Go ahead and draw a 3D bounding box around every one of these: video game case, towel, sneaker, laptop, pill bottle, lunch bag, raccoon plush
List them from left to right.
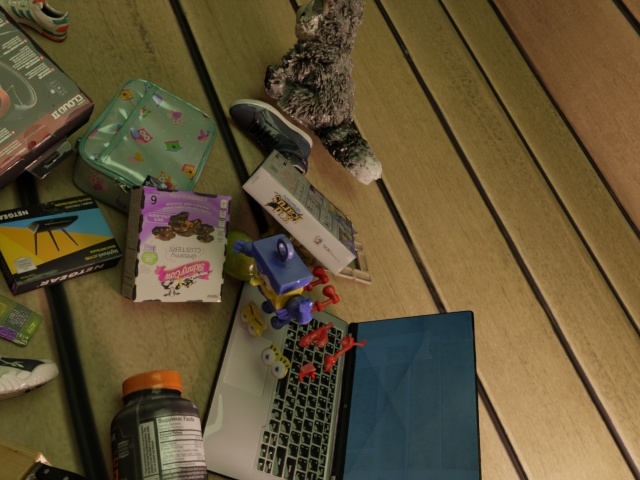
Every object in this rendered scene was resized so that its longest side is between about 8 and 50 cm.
[{"bbox_3d":[-0.491,0.145,0.781,0.235,0.094,0.153,-5,72,-29],"label":"sneaker"},{"bbox_3d":[-0.475,0.121,0.873,0.083,0.009,0.060,31,45,-17],"label":"towel"},{"bbox_3d":[-0.588,-0.471,1.157,0.161,0.075,0.057,22,49,-25],"label":"sneaker"},{"bbox_3d":[-0.340,-0.178,1.117,0.224,0.108,0.279,31,46,-17],"label":"lunch bag"},{"bbox_3d":[-0.234,0.318,0.834,0.130,0.130,0.245,6,57,-35],"label":"pill bottle"},{"bbox_3d":[-0.121,-0.227,1.338,0.226,0.086,0.163,27,45,-21],"label":"sneaker"},{"bbox_3d":[-0.037,-0.067,1.173,0.244,0.061,0.269,42,12,-10],"label":"video game case"},{"bbox_3d":[0.047,0.249,1.023,0.408,0.236,0.382,28,47,-20],"label":"laptop"},{"bbox_3d":[0.076,-0.401,1.426,0.446,0.299,0.216,44,25,-1],"label":"raccoon plush"}]

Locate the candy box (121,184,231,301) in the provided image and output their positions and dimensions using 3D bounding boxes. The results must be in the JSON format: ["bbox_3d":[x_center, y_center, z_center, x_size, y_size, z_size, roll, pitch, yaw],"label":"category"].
[{"bbox_3d":[-0.253,0.009,1.014,0.165,0.070,0.196,4,92,-36],"label":"candy box"}]

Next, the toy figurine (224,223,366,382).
[{"bbox_3d":[-0.062,0.043,1.030,0.191,0.217,0.362,-20,56,-21],"label":"toy figurine"}]

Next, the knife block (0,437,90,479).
[{"bbox_3d":[-0.372,0.288,0.666,0.276,0.242,0.088,40,43,-7],"label":"knife block"}]

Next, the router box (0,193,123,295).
[{"bbox_3d":[-0.443,0.002,0.955,0.179,0.046,0.133,-20,75,-44],"label":"router box"}]

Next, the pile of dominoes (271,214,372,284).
[{"bbox_3d":[0.000,0.000,1.322,0.251,0.040,0.196,19,46,-37],"label":"pile of dominoes"}]

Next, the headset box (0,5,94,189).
[{"bbox_3d":[-0.537,-0.232,0.929,0.293,0.110,0.218,47,66,-14],"label":"headset box"}]
